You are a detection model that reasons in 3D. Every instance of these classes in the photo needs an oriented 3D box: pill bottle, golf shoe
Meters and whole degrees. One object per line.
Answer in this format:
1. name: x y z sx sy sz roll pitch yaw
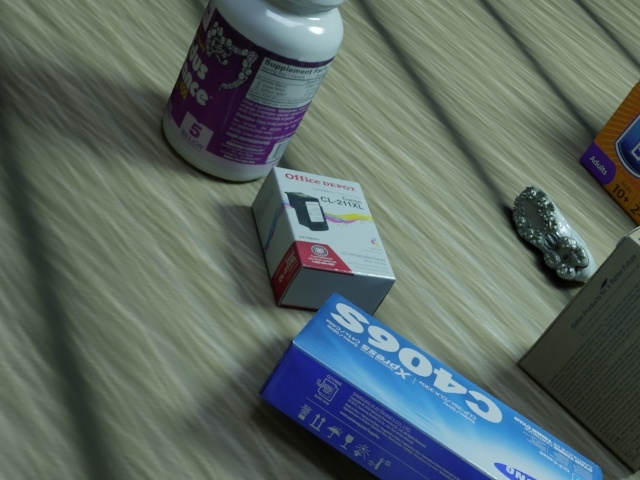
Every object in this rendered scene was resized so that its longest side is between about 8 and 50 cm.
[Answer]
1. pill bottle: -0.074 -0.233 1.253 0.169 0.301 0.169 19 37 -15
2. golf shoe: 0.349 -0.004 1.499 0.086 0.069 0.176 23 34 -46

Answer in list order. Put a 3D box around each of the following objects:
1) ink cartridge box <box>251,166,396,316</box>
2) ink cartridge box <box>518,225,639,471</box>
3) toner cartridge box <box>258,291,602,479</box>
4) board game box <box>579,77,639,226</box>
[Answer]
1. ink cartridge box: 0.000 0.000 1.220 0.127 0.072 0.175 9 41 -26
2. ink cartridge box: 0.383 0.126 1.201 0.193 0.234 0.088 45 38 18
3. toner cartridge box: 0.120 0.197 1.031 0.348 0.075 0.165 33 22 5
4. board game box: 0.744 -0.150 1.689 0.357 0.356 0.356 -5 49 -39
